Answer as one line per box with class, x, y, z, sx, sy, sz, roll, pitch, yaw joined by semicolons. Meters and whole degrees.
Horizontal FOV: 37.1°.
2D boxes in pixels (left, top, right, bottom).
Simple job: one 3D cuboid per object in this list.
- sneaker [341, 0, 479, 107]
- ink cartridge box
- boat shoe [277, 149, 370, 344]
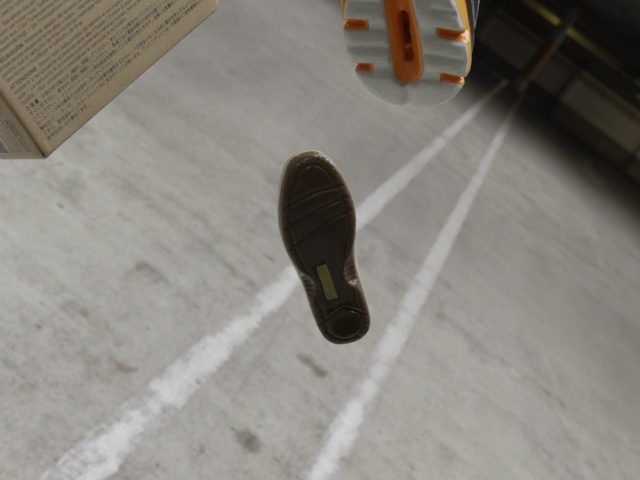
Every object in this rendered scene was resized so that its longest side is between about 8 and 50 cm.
sneaker;0.040;-0.172;0.453;0.084;0.214;0.083;9;44;18
ink cartridge box;-0.222;-0.211;0.794;0.088;0.234;0.193;4;-46;45
boat shoe;0.000;0.000;0.861;0.068;0.189;0.072;-9;27;0
